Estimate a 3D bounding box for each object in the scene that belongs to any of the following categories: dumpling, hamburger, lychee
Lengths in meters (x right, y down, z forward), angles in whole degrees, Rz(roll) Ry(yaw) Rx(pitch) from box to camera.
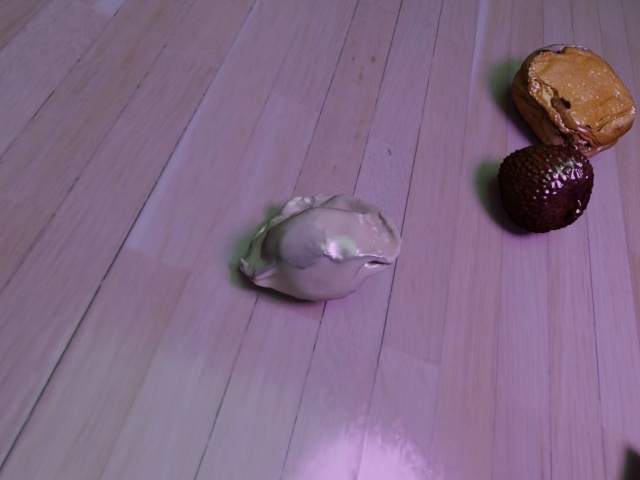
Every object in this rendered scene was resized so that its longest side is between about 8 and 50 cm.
[{"bbox_3d":[0.000,0.000,0.861,0.258,0.147,0.193,-4,48,9],"label":"dumpling"},{"bbox_3d":[0.601,-0.338,1.302,0.318,0.158,0.319,10,58,-17],"label":"hamburger"},{"bbox_3d":[0.457,-0.106,1.097,0.194,0.194,0.195,10,58,-17],"label":"lychee"}]
